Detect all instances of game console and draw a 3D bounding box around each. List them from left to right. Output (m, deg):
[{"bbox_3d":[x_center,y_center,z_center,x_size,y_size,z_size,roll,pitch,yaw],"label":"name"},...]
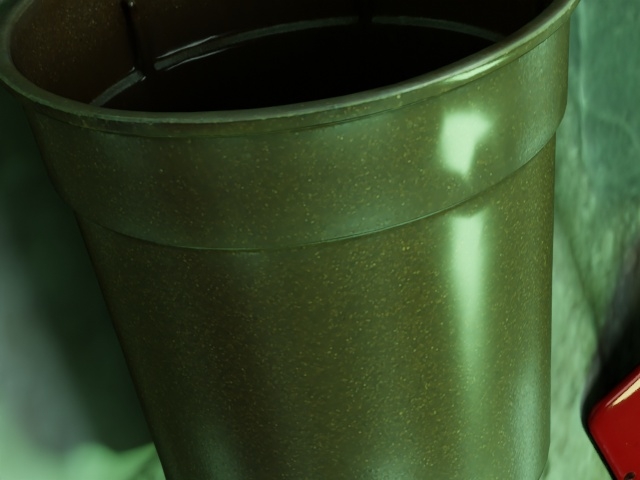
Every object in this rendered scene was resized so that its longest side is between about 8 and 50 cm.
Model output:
[{"bbox_3d":[0.188,0.075,0.848,0.124,0.085,0.144,-92,156,-47],"label":"game console"}]

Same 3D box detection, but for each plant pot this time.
[{"bbox_3d":[0.000,0.000,0.497,0.167,0.167,0.165,-39,131,-43],"label":"plant pot"}]
